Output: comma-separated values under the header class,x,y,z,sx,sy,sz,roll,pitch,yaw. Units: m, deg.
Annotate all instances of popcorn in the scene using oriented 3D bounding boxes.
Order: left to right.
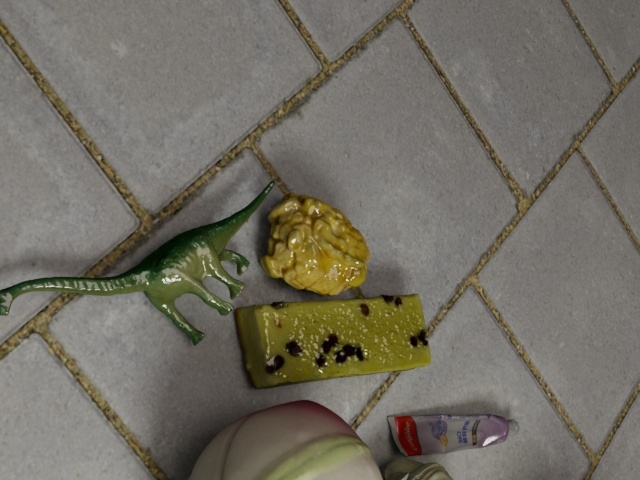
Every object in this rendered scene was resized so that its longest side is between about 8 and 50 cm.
class,x,y,z,sx,sy,sz,roll,pitch,yaw
popcorn,-0.009,0.012,1.647,0.194,0.140,0.163,51,49,-14

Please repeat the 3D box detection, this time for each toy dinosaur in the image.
class,x,y,z,sx,sy,sz,roll,pitch,yaw
toy dinosaur,-0.256,0.011,1.500,0.301,0.087,0.447,38,57,-16

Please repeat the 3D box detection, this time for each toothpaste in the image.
class,x,y,z,sx,sy,sz,roll,pitch,yaw
toothpaste,0.252,0.354,1.820,0.301,0.048,0.075,3,81,-35

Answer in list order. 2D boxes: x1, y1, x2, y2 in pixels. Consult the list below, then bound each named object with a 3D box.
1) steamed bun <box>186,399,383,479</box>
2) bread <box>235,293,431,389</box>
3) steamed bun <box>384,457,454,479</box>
class,x,y,z,sx,sy,sz,roll,pitch,yaw
steamed bun,-0.046,0.359,1.449,0.309,0.309,0.310,10,73,-35
bread,0.030,0.166,1.673,0.361,0.077,0.138,-1,80,-37
steamed bun,0.197,0.467,1.643,0.211,0.144,0.218,64,18,-12
